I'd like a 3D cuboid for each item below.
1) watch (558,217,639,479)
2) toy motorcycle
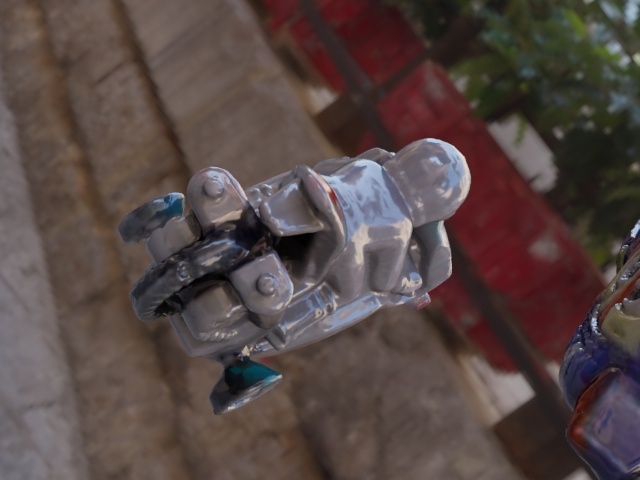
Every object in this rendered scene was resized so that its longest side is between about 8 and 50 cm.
[{"bbox_3d":[0.212,0.029,0.572,0.200,0.196,0.171,37,11,1],"label":"watch"},{"bbox_3d":[0.000,0.000,0.839,0.110,0.171,0.260,59,9,11],"label":"toy motorcycle"}]
